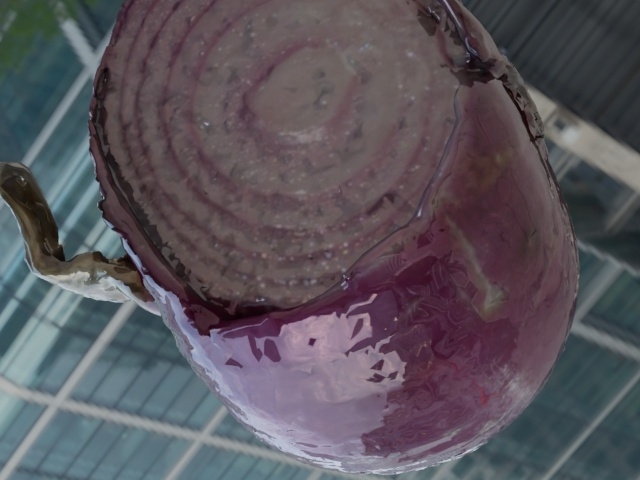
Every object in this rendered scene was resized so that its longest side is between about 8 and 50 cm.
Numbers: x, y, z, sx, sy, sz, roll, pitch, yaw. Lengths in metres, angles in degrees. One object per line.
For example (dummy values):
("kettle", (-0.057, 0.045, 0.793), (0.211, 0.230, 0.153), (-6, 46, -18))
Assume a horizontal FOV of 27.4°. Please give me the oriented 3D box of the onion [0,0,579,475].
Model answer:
("onion", (0.011, -0.009, 0.503), (0.207, 0.200, 0.200), (27, -174, 41))
